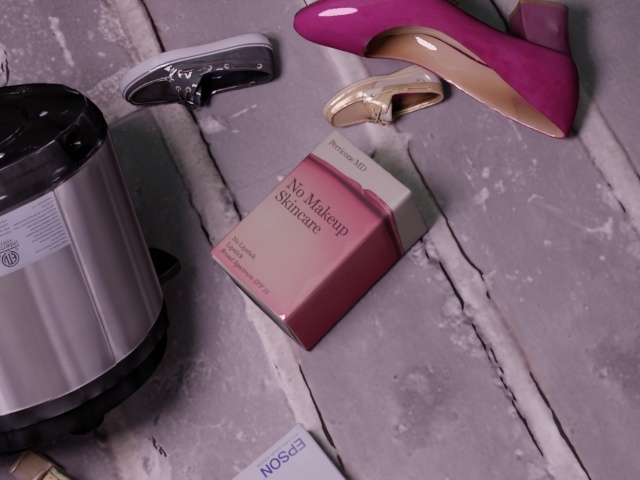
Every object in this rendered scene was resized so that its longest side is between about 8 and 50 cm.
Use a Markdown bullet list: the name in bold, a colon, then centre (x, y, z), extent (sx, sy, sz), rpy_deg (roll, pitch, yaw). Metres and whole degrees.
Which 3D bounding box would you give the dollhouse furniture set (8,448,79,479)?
- **dollhouse furniture set**: centre (-0.357, 0.361, 1.638), extent (0.181, 0.101, 0.161), rpy_deg (28, 76, 23)

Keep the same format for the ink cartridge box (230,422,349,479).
- **ink cartridge box**: centre (-0.041, 0.373, 1.585), extent (0.223, 0.045, 0.224), rpy_deg (-40, 64, -5)

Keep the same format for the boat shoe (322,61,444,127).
- **boat shoe**: centre (0.088, -0.188, 1.787), extent (0.170, 0.063, 0.059), rpy_deg (-22, 58, 3)

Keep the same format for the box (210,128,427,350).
- **box**: centre (0.000, 0.000, 1.692), extent (0.232, 0.127, 0.148), rpy_deg (-46, 64, -7)

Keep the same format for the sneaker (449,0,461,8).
- **sneaker**: centre (0.156, -0.331, 1.838), extent (0.069, 0.084, 0.186), rpy_deg (3, 91, -11)

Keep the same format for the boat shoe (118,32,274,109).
- **boat shoe**: centre (-0.172, -0.225, 1.866), extent (0.228, 0.080, 0.076), rpy_deg (-14, 63, -1)

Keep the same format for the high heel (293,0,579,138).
- **high heel**: centre (0.152, -0.228, 1.714), extent (0.377, 0.127, 0.181), rpy_deg (0, 73, 0)

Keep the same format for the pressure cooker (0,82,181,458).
- **pressure cooker**: centre (-0.387, 0.062, 1.603), extent (0.369, 0.421, 0.375), rpy_deg (-10, 27, 11)
